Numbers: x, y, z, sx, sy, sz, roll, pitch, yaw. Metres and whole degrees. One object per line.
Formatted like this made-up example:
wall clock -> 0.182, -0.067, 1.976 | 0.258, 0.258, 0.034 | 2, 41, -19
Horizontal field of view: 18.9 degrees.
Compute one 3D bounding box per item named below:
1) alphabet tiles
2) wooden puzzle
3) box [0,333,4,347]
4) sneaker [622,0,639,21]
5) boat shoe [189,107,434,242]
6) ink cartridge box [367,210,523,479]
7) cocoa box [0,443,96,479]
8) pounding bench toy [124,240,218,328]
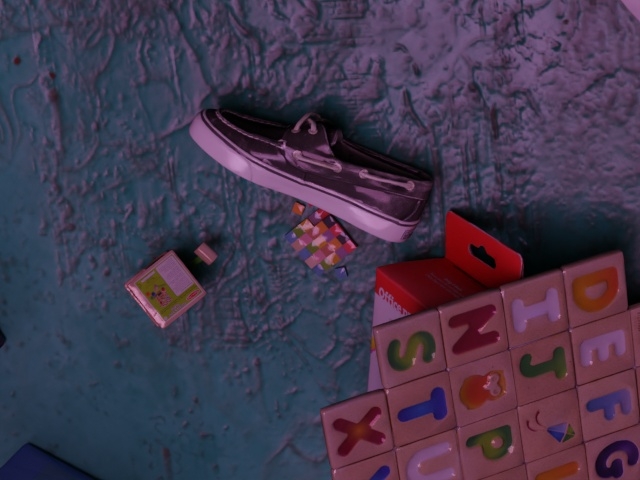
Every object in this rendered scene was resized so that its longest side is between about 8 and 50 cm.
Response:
alphabet tiles -> 0.171, 0.166, 1.646 | 0.342, 0.011, 0.285 | -17, 116, -15
wooden puzzle -> 0.000, 0.000, 1.752 | 0.049, 0.006, 0.083 | -37, 96, 24
box -> -0.480, 0.056, 1.748 | 0.183, 0.294, 0.296 | -28, 100, 20
sneaker -> 0.325, -0.215, 1.536 | 0.151, 0.094, 0.256 | -29, 109, 28
boat shoe -> -0.006, -0.076, 1.693 | 0.219, 0.078, 0.070 | 24, 114, -2
ink cartridge box -> 0.106, 0.104, 1.682 | 0.078, 0.134, 0.231 | -8, 113, -26
cocoa box -> -0.281, 0.391, 1.782 | 0.231, 0.347, 0.228 | 27, 113, 6
pounding bench toy -> -0.132, 0.035, 1.775 | 0.083, 0.065, 0.052 | -39, 96, -7
